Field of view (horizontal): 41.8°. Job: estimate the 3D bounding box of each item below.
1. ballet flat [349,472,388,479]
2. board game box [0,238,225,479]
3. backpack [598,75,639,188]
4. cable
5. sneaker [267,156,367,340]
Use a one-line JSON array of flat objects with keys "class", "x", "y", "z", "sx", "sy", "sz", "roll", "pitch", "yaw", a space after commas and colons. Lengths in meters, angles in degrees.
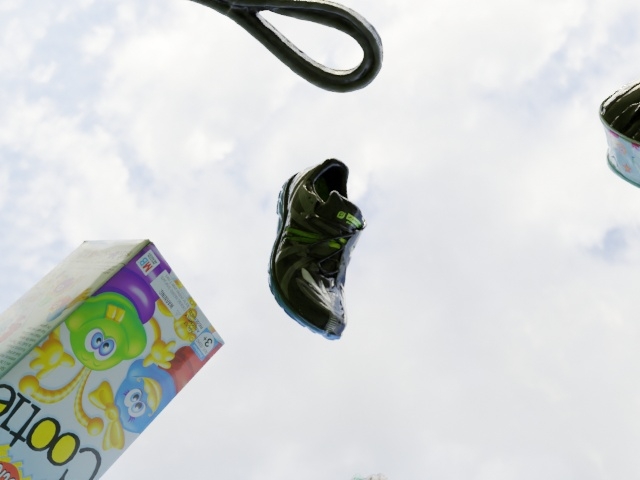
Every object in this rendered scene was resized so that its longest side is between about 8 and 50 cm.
[{"class": "ballet flat", "x": -0.013, "y": 0.290, "z": 0.527, "sx": 0.106, "sy": 0.107, "sz": 0.316, "roll": 33, "pitch": -76, "yaw": 8}, {"class": "board game box", "x": -0.253, "y": 0.139, "z": 0.807, "sx": 0.144, "sy": 0.142, "sz": 0.275, "roll": 0, "pitch": -141, "yaw": 49}, {"class": "backpack", "x": 0.542, "y": -0.164, "z": 1.219, "sx": 0.253, "sy": 0.191, "sz": 0.225, "roll": -28, "pitch": -142, "yaw": -13}, {"class": "cable", "x": -0.086, "y": -0.199, "z": 0.642, "sx": 0.287, "sy": 0.072, "sz": 0.139, "roll": 44, "pitch": -73, "yaw": -7}, {"class": "sneaker", "x": 0.000, "y": 0.000, "z": 0.730, "sx": 0.078, "sy": 0.067, "sz": 0.188, "roll": -37, "pitch": -141, "yaw": 36}]
